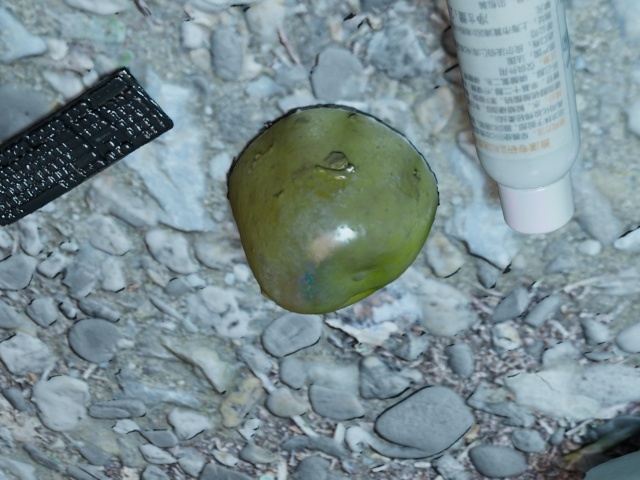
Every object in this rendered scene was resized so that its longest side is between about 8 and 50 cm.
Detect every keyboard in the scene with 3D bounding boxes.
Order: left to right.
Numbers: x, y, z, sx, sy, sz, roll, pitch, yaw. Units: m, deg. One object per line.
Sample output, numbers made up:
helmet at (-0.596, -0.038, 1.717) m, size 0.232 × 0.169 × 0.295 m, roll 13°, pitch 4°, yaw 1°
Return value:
keyboard at (-0.236, -0.076, 0.850) m, size 0.231 × 0.023 × 0.072 m, roll -25°, pitch 120°, yaw 28°

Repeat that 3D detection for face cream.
face cream at (0.142, -0.123, 0.686) m, size 0.082 × 0.082 × 0.269 m, roll -5°, pitch 126°, yaw 17°

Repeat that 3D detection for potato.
potato at (0.000, 0.000, 0.795) m, size 0.182 × 0.117 × 0.202 m, roll 34°, pitch 126°, yaw -17°

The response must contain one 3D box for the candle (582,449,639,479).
candle at (0.365, 0.275, 0.854) m, size 0.343 × 0.221 × 0.221 m, roll -30°, pitch 115°, yaw 34°
